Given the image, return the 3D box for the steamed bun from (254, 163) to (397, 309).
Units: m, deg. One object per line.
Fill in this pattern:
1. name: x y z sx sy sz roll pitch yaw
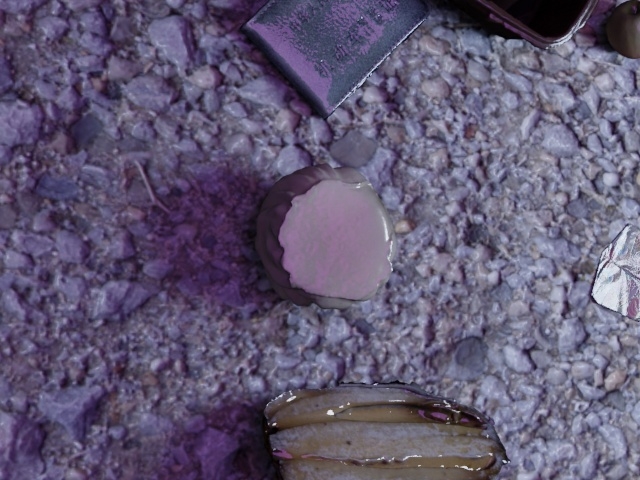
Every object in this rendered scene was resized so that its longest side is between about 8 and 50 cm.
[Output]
1. steamed bun: 0.000 0.000 1.444 0.182 0.106 0.183 1 87 -18

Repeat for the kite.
1. kite: 0.486 0.078 1.674 0.229 0.016 0.127 32 78 -15

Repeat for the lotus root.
1. lotus root: 0.076 0.259 1.458 0.329 0.078 0.167 7 52 -24

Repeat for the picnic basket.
1. picnic basket: 0.223 -0.382 1.554 0.296 0.129 0.223 33 76 -15

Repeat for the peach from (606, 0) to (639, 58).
1. peach: 0.440 -0.294 1.659 0.083 0.083 0.083 2 84 -21

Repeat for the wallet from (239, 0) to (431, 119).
1. wallet: 0.024 -0.285 1.517 0.167 0.036 0.222 47 71 -11
